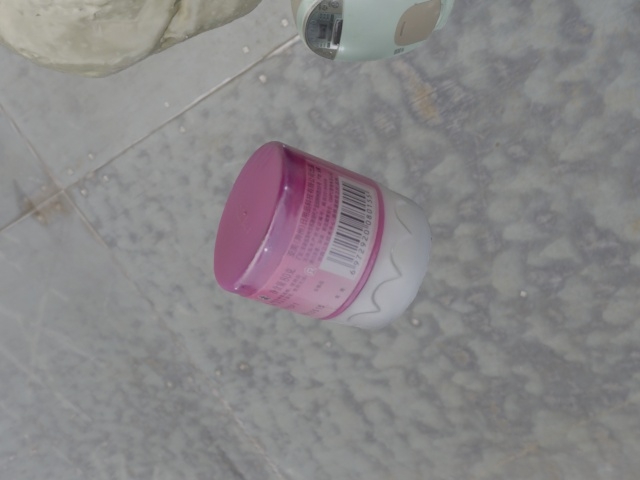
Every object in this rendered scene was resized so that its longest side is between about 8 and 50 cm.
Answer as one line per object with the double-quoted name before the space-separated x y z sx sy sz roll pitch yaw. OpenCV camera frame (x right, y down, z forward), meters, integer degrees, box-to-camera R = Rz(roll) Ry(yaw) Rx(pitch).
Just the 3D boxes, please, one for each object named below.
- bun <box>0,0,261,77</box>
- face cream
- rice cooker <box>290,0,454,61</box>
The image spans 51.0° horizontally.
"bun" -0.151 -0.257 0.490 0.282 0.205 0.281 6 110 15
"face cream" 0.000 0.000 0.760 0.195 0.175 0.175 21 137 -25
"rice cooker" 0.062 -0.299 0.813 0.145 0.206 0.127 102 146 -63
